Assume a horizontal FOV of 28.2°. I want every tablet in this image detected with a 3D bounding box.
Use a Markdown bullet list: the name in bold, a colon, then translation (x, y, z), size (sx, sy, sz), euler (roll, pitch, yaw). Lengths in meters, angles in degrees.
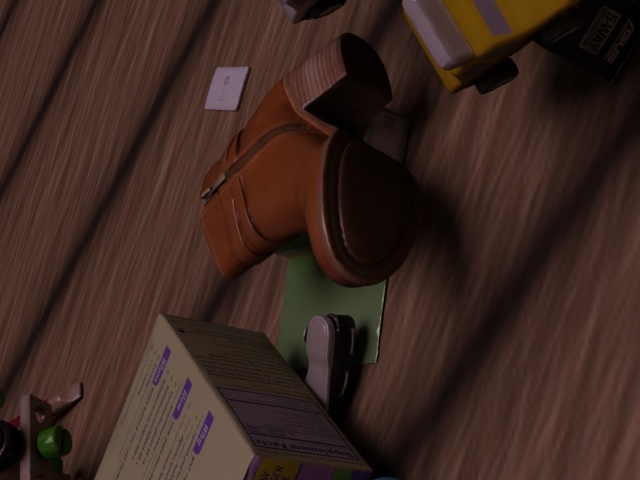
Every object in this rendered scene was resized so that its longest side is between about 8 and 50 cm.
- **tablet**: translation (-0.112, -0.181, 1.511), size (0.083, 0.006, 0.054), euler (12, 84, 57)

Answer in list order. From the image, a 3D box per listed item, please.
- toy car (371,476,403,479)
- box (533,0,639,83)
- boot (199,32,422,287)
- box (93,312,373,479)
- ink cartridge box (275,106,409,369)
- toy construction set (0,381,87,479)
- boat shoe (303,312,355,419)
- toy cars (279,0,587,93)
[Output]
- **toy car**: translation (-0.006, 0.287, 0.900), size (0.210, 0.238, 0.219), euler (-62, 33, 15)
- **box**: translation (0.181, -0.303, 1.022), size (0.242, 0.076, 0.307), euler (-60, 42, 15)
- **boot**: translation (-0.030, -0.029, 1.111), size (0.220, 0.109, 0.283), euler (-40, 42, 33)
- **box**: translation (-0.091, 0.218, 1.120), size (0.243, 0.117, 0.214), euler (45, 116, 55)
- **ink cartridge box**: translation (0.000, 0.000, 1.209), size (0.171, 0.056, 0.235), euler (-12, 62, 53)
- **toy construction set**: translation (-0.345, 0.263, 1.504), size (0.237, 0.257, 0.309), euler (-31, 24, 23)
- **boat shoe**: translation (0.007, 0.126, 1.147), size (0.046, 0.038, 0.125), euler (20, 108, 54)
- **toy cars**: translation (0.045, -0.204, 0.983), size (0.393, 0.087, 0.176), euler (32, 140, 45)
